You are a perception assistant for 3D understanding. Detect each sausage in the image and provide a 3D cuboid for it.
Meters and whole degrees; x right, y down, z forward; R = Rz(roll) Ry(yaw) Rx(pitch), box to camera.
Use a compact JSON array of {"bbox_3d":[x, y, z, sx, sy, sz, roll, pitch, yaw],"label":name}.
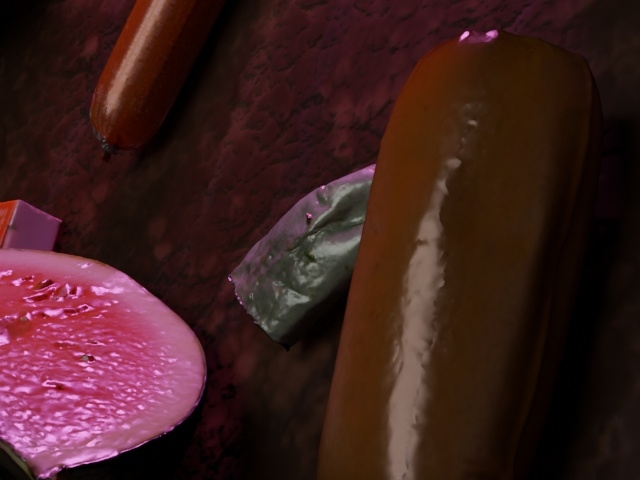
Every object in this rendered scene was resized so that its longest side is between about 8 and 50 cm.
[{"bbox_3d":[-0.064,-0.207,1.191,0.053,0.053,0.348,23,85,51],"label":"sausage"},{"bbox_3d":[0.057,0.060,0.864,0.112,0.112,0.328,-2,66,46],"label":"sausage"}]

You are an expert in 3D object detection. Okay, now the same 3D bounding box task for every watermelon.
[{"bbox_3d":[-0.167,0.100,1.066,0.303,0.159,0.128,34,123,47],"label":"watermelon"}]

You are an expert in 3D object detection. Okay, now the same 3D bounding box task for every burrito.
[{"bbox_3d":[0.001,0.003,1.007,0.118,0.044,0.074,-47,37,22],"label":"burrito"}]

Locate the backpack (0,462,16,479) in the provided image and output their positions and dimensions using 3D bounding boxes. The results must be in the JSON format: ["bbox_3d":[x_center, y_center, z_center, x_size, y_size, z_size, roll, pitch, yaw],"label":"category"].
[{"bbox_3d":[-0.241,0.157,1.027,0.253,0.207,0.140,35,73,18],"label":"backpack"}]

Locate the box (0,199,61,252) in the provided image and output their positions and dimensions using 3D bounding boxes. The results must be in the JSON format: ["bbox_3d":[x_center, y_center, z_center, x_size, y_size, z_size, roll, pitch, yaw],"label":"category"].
[{"bbox_3d":[-0.307,0.109,1.265,0.273,0.048,0.265,-7,63,44],"label":"box"}]
